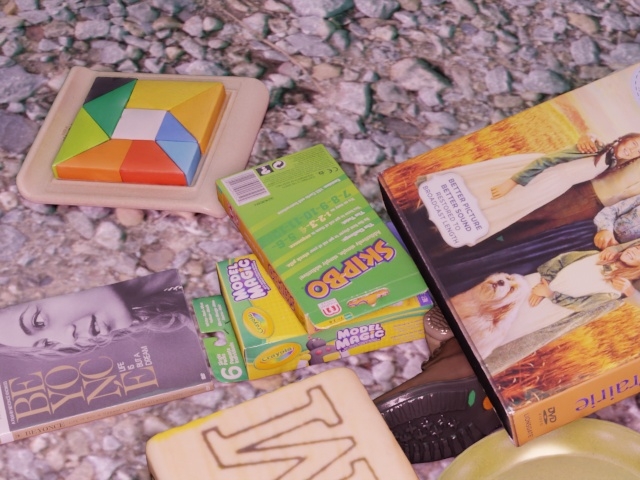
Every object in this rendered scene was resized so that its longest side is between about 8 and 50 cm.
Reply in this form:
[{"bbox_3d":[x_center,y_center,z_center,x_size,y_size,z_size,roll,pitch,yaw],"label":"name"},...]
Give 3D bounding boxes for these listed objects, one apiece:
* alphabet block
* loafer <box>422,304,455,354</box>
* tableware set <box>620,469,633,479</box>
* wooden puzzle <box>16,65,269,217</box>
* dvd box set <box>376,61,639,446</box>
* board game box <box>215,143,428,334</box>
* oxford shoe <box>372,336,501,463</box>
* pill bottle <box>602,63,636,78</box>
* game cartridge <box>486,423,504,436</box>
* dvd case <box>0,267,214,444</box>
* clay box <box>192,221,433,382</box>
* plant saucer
[{"bbox_3d":[-0.017,0.256,1.398,0.193,0.192,0.197,-18,48,-16],"label":"alphabet block"},{"bbox_3d":[0.154,0.075,1.664,0.148,0.050,0.056,-18,45,-35],"label":"loafer"},{"bbox_3d":[0.309,0.262,1.481,0.104,0.024,0.154,-26,48,-20],"label":"tableware set"},{"bbox_3d":[-0.195,-0.120,1.887,0.239,0.044,0.221,7,46,11],"label":"wooden puzzle"},{"bbox_3d":[0.300,-0.023,1.548,0.420,0.062,0.307,-22,53,-4],"label":"dvd box set"},{"bbox_3d":[0.000,0.000,1.685,0.124,0.039,0.259,-20,40,-15],"label":"board game box"},{"bbox_3d":[0.120,0.140,1.570,0.227,0.083,0.096,-20,30,-17],"label":"oxford shoe"},{"bbox_3d":[0.336,-0.046,1.700,0.146,0.146,0.264,1,45,6],"label":"pill bottle"},{"bbox_3d":[0.143,0.163,1.599,0.083,0.017,0.056,-22,44,-17],"label":"game cartridge"},{"bbox_3d":[-0.231,0.111,1.677,0.221,0.018,0.164,-14,46,-9],"label":"dvd case"},{"bbox_3d":[-0.011,0.061,1.685,0.222,0.053,0.127,-13,45,-10],"label":"clay box"},{"bbox_3d":[0.205,0.254,1.466,0.241,0.037,0.241,-10,41,9],"label":"plant saucer"}]
